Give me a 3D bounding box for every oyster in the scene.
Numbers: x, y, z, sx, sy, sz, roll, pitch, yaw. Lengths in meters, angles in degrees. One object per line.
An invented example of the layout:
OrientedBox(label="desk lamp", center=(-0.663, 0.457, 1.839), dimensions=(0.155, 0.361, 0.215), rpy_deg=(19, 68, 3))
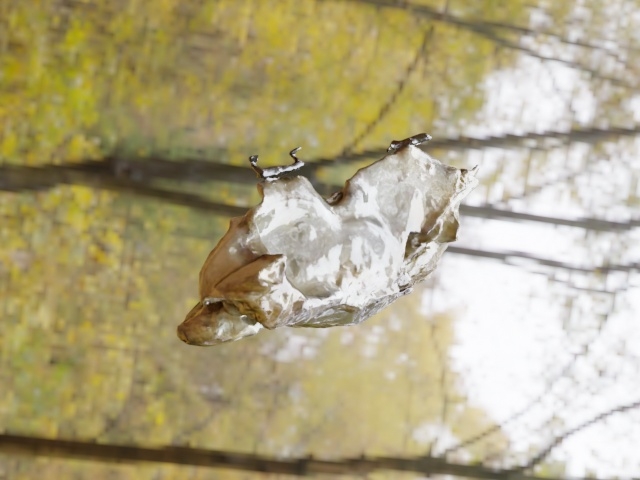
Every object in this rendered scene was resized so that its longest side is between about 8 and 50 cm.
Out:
OrientedBox(label="oyster", center=(0.007, -0.002, 1.301), dimensions=(0.197, 0.337, 0.133), rpy_deg=(-35, -99, 27))
